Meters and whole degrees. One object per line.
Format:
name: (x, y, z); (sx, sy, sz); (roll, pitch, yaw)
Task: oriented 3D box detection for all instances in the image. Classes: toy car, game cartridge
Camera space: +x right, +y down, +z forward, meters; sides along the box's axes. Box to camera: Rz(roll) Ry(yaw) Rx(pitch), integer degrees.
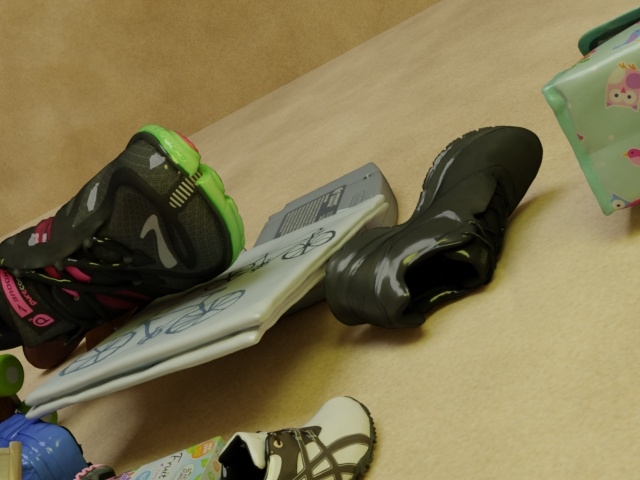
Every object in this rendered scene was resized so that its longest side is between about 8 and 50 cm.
toy car: (-0.440, 0.247, 1.259); (0.155, 0.149, 0.188); (-11, 36, 26)
game cartridge: (0.000, 0.000, 1.310); (0.198, 0.062, 0.297); (-21, 19, 19)

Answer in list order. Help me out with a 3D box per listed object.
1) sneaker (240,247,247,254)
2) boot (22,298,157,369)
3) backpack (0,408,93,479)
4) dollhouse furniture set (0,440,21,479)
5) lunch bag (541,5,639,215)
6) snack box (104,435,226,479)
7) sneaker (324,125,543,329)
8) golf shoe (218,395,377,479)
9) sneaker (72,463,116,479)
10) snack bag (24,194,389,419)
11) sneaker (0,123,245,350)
sneaker: (-0.201, 0.043, 1.445); (0.115, 0.105, 0.281); (-41, 19, -25)
boot: (-0.314, 0.129, 1.448); (0.264, 0.096, 0.280); (-50, 34, 7)
backpack: (-0.295, 0.243, 1.069); (0.120, 0.098, 0.101); (-3, 31, 42)
dollhouse furniture set: (-0.402, 0.325, 1.034); (0.174, 0.303, 0.355); (3, -29, -20)
lunch bag: (0.351, -0.156, 0.962); (0.223, 0.160, 0.262); (-25, 6, 31)
snack box: (-0.151, 0.237, 0.929); (0.141, 0.037, 0.100); (-24, 19, 23)
sneaker: (0.140, -0.007, 1.035); (0.286, 0.109, 0.130); (-45, 30, -19)
golf shoe: (-0.022, 0.168, 0.804); (0.077, 0.094, 0.198); (-21, 18, 35)
sneaker: (-0.224, 0.263, 0.995); (0.057, 0.047, 0.119); (4, 34, 27)
snack bag: (-0.112, 0.068, 1.126); (0.323, 0.037, 0.342); (-23, 10, 30)
sneaker: (-0.250, 0.031, 1.160); (0.483, 0.185, 0.202); (-32, 10, 49)
